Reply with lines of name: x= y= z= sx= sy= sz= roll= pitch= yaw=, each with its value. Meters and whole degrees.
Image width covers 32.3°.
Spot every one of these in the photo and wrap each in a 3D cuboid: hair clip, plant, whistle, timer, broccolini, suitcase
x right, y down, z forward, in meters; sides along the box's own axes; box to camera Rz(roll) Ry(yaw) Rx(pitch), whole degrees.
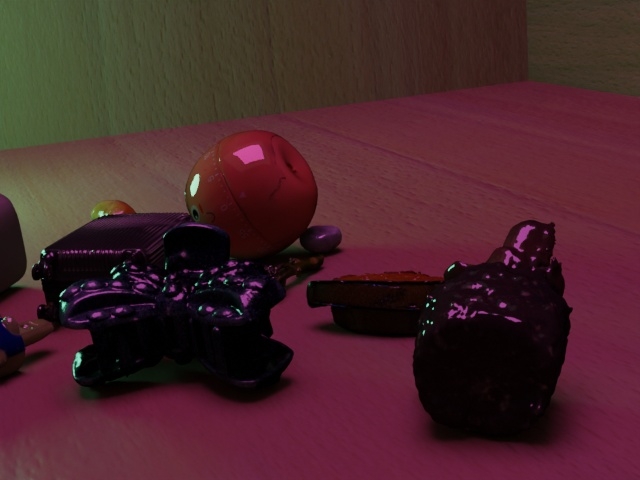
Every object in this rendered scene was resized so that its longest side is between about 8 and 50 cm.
hair clip: x=-0.184 y=0.098 z=1.471 sx=0.310 sy=0.195 sz=0.206 roll=0 pitch=22 yaw=13
plant: x=0.198 y=0.109 z=1.284 sx=0.178 sy=0.204 sz=0.234 roll=7 pitch=27 yaw=8
whistle: x=-0.466 y=0.150 z=1.537 sx=0.105 sy=0.085 sz=0.227 roll=16 pitch=23 yaw=32
timer: x=-0.126 y=-0.080 z=2.002 sx=0.215 sy=0.230 sz=0.229 roll=-35 pitch=4 yaw=22
broccolini: x=-0.054 y=0.060 z=1.860 sx=0.067 sy=0.058 sz=0.216 roll=5 pitch=7 yaw=25
suitcase: x=-0.328 y=0.040 z=1.824 sx=0.202 sy=0.128 sz=0.312 roll=-1 pitch=14 yaw=13

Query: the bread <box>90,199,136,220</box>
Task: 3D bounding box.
bread: x=-0.447 y=-0.061 z=2.389 sx=0.082 sy=0.056 sz=0.115 roll=-14 pitch=17 yaw=-29

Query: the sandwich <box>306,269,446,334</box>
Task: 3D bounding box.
sandwich: x=0.097 y=0.091 z=1.624 sx=0.235 sy=0.079 sz=0.159 roll=-1 pitch=4 yaw=-2

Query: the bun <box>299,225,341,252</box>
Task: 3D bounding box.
bun: x=0.000 y=0.000 z=2.040 sx=0.083 sy=0.045 sz=0.083 roll=-7 pitch=17 yaw=2

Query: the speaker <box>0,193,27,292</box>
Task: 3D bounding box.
speaker: x=-0.740 y=0.029 z=1.914 sx=0.406 sy=0.183 sz=0.184 roll=-2 pitch=20 yaw=10
